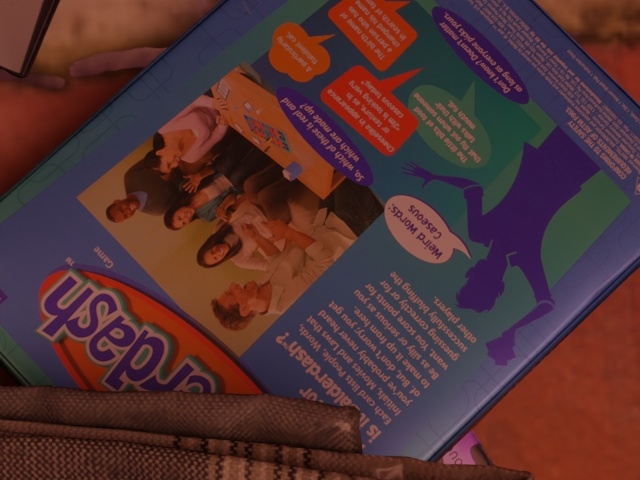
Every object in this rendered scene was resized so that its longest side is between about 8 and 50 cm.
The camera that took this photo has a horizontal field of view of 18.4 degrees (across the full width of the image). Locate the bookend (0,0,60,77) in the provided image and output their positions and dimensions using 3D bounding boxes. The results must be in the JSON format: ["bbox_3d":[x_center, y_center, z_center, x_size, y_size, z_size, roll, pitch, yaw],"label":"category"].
[{"bbox_3d":[-0.118,-0.062,0.583,0.072,0.157,0.156,22,91,-19],"label":"bookend"}]

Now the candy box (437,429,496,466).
[{"bbox_3d":[0.001,0.171,0.687,0.196,0.070,0.165,-34,93,-10],"label":"candy box"}]

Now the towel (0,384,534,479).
[{"bbox_3d":[-0.077,0.196,0.614,0.312,0.056,0.324,5,106,17],"label":"towel"}]

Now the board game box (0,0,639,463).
[{"bbox_3d":[0.000,0.000,0.651,0.210,0.047,0.160,-42,82,-11],"label":"board game box"}]
